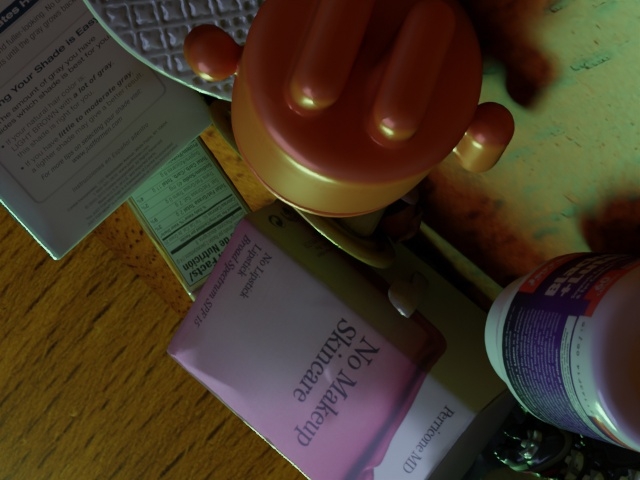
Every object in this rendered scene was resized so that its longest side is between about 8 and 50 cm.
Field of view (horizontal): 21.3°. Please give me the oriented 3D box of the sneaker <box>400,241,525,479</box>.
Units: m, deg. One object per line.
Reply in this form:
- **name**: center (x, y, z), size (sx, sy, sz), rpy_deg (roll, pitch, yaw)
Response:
- **sneaker**: center (0.077, 0.097, 1.413), size (0.286, 0.130, 0.109), rpy_deg (46, 171, -10)

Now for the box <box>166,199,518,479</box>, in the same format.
- **box**: center (0.024, 0.090, 1.304), size (0.232, 0.148, 0.127), rpy_deg (40, -150, 16)

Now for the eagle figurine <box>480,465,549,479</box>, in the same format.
- **eagle figurine**: center (0.205, 0.271, 1.274), size (0.225, 0.226, 0.298), rpy_deg (56, 145, 3)

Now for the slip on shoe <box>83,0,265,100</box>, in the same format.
- **slip on shoe**: center (-0.128, -0.212, 1.040), size (0.331, 0.123, 0.101), rpy_deg (39, -158, -4)

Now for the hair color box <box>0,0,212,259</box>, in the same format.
- **hair color box**: center (-0.240, -0.161, 1.235), size (0.105, 0.174, 0.347), rpy_deg (41, 171, 45)

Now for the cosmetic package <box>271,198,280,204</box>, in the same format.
- **cosmetic package**: center (0.000, 0.000, 1.504), size (0.041, 0.060, 0.115), rpy_deg (34, 165, 42)

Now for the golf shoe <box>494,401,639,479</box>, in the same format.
- **golf shoe**: center (0.229, 0.154, 1.224), size (0.120, 0.105, 0.273), rpy_deg (27, 178, -12)

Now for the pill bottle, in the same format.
- **pill bottle**: center (0.166, 0.061, 0.978), size (0.108, 0.108, 0.193), rpy_deg (45, 169, -12)

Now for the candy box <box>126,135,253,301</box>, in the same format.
- **candy box**: center (-0.133, -0.053, 1.515), size (0.316, 0.088, 0.183), rpy_deg (54, 176, 28)

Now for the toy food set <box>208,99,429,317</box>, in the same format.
- **toy food set**: center (0.020, -0.050, 1.238), size (0.218, 0.071, 0.128), rpy_deg (44, -166, 8)

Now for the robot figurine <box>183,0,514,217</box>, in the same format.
- **robot figurine**: center (0.014, -0.082, 0.927), size (0.219, 0.158, 0.128), rpy_deg (130, 122, -80)
